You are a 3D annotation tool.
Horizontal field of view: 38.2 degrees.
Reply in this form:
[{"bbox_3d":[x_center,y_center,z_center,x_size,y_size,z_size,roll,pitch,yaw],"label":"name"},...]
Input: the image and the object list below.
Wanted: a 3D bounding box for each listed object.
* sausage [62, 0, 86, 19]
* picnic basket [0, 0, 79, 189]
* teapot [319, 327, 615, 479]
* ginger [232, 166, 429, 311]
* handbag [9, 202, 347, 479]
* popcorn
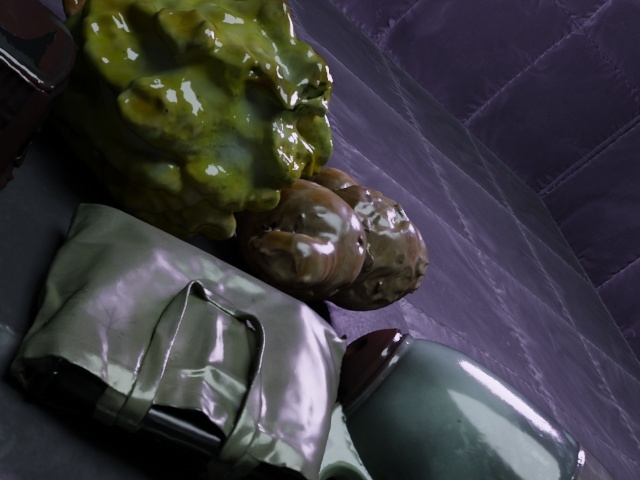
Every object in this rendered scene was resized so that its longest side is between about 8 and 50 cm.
[{"bbox_3d":[-0.243,-0.248,1.236,0.328,0.112,0.112,48,20,-5],"label":"sausage"},{"bbox_3d":[-0.367,-0.201,0.864,0.297,0.129,0.222,40,24,-23],"label":"picnic basket"},{"bbox_3d":[0.108,0.256,0.986,0.312,0.233,0.315,43,46,5],"label":"teapot"},{"bbox_3d":[0.000,0.000,1.246,0.256,0.176,0.375,37,18,17],"label":"ginger"},{"bbox_3d":[-0.116,0.107,0.864,0.315,0.109,0.253,31,29,-17],"label":"handbag"},{"bbox_3d":[-0.152,-0.162,1.047,0.312,0.312,0.312,42,21,-21],"label":"popcorn"}]
